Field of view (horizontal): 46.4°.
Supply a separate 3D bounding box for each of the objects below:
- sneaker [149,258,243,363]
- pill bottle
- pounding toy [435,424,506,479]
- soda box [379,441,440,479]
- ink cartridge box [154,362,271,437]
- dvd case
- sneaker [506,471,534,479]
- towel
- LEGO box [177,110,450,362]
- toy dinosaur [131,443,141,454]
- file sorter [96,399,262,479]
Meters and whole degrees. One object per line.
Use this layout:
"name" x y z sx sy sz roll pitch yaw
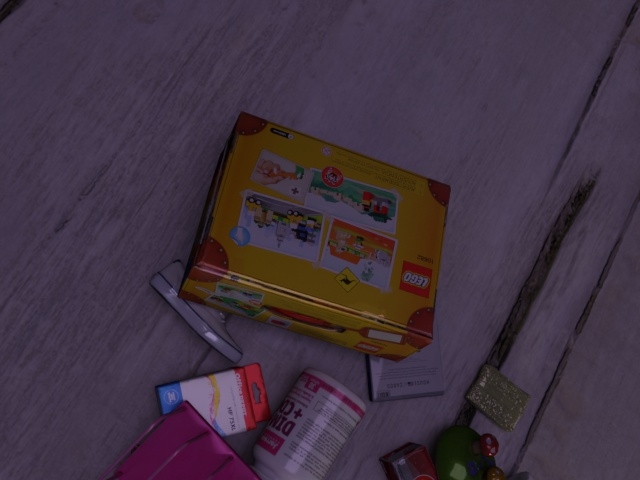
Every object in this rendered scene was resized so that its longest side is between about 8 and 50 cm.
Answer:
"sneaker" -0.244 0.147 1.579 0.091 0.094 0.258 -44 93 -13
"pill bottle" -0.041 0.422 1.555 0.160 0.160 0.283 37 73 -7
"pounding toy" 0.341 0.508 1.625 0.183 0.110 0.237 50 44 -15
"soda box" 0.231 0.585 1.645 0.092 0.083 0.263 -22 88 -19
"ink cartridge box" -0.217 0.343 1.562 0.231 0.078 0.134 -11 84 -18
"dvd case" 0.189 0.243 1.720 0.179 0.029 0.238 -2 82 -16
"sneaker" 0.429 0.675 1.681 0.147 0.104 0.295 35 79 -9
"towel" 0.420 0.373 1.765 0.148 0.027 0.110 38 74 -8
"LEGO box" 0.000 0.000 1.584 0.500 0.193 0.372 19 63 -12
"toy dinosaur" -0.292 0.519 1.521 0.118 0.064 0.268 -23 90 0
"file sorter" -0.244 0.479 1.377 0.291 0.182 0.202 44 90 9
